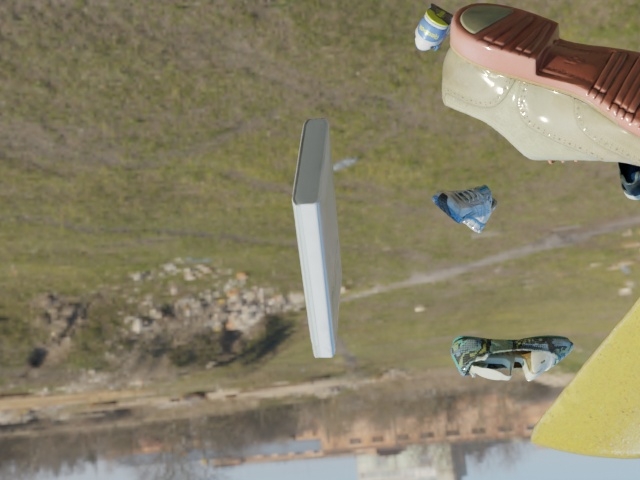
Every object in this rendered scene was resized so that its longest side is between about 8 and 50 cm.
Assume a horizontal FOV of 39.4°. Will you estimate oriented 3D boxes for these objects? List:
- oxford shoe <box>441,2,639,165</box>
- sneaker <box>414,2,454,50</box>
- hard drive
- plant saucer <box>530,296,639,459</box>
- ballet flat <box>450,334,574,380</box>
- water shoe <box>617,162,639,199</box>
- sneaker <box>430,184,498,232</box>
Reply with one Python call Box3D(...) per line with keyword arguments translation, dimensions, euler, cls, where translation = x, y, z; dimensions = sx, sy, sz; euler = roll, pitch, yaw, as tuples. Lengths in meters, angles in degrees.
Box3D(translation=(0.332, -0.154, 1.100), dimensions=(0.140, 0.397, 0.146), euler=(-42, 155, -38), cls="oxford shoe")
Box3D(translation=(0.180, -0.335, 1.412), dimensions=(0.053, 0.059, 0.144), euler=(31, -154, 8), cls="sneaker")
Box3D(translation=(0.000, 0.000, 1.355), dimensions=(0.040, 0.203, 0.307), euler=(-1, 132, 7), cls="hard drive")
Box3D(translation=(0.399, 0.095, 0.872), dimensions=(0.333, 0.081, 0.332), euler=(9, 120, -48), cls="plant saucer")
Box3D(translation=(0.284, 0.177, 1.309), dimensions=(0.189, 0.070, 0.070), euler=(-1, 169, -6), cls="ballet flat")
Box3D(translation=(0.586, -0.175, 1.658), dimensions=(0.073, 0.203, 0.080), euler=(-13, 145, 28), cls="water shoe")
Box3D(translation=(0.270, -0.074, 1.642), dimensions=(0.083, 0.071, 0.191), euler=(-49, 152, 16), cls="sneaker")
